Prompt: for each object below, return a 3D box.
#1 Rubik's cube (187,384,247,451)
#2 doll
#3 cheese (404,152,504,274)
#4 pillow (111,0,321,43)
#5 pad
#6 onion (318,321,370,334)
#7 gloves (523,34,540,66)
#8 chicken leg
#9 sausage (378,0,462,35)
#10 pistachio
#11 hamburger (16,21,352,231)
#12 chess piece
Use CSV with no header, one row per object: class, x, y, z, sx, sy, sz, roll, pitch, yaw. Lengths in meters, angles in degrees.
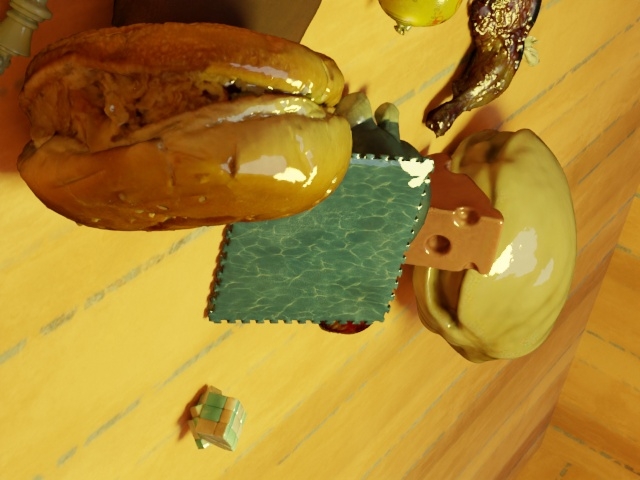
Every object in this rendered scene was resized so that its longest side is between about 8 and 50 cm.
Rubik's cube,-0.149,0.253,1.719,0.084,0.073,0.075,85,22,-45
doll,0.073,-0.075,1.743,0.228,0.154,0.258,-65,165,-3
cheese,0.186,-0.057,1.990,0.177,0.203,0.128,-81,179,-53
pillow,-0.063,-0.311,1.202,0.308,0.108,0.305,5,109,-67
pad,0.000,0.000,1.611,0.270,0.012,0.269,1,121,-22
onion,0.038,0.092,1.891,0.117,0.119,0.118,8,108,-62
gloves,0.376,-0.337,2.212,0.081,0.037,0.044,75,20,-45
chicken leg,0.271,-0.311,1.980,0.177,0.083,0.322,-2,117,-55
sausage,0.147,-0.412,1.517,0.123,0.123,0.347,-35,147,-48
pistachio,0.309,0.017,2.203,0.365,0.281,0.445,-28,124,-50
hamburger,-0.119,-0.095,1.124,0.314,0.290,0.170,0,87,-70
chess piece,-0.238,-0.198,1.021,0.149,0.059,0.059,-60,158,7
